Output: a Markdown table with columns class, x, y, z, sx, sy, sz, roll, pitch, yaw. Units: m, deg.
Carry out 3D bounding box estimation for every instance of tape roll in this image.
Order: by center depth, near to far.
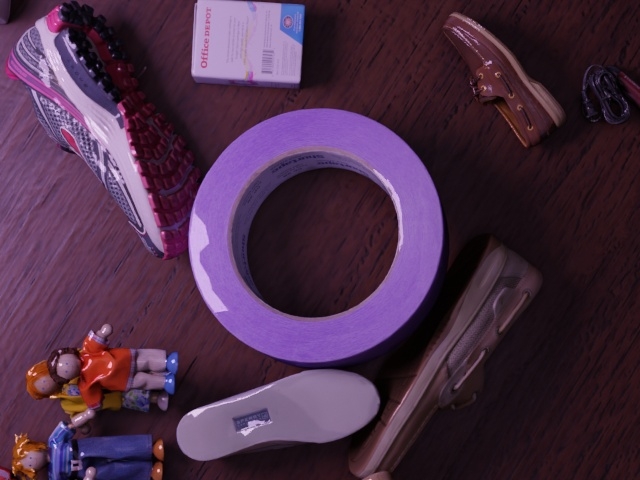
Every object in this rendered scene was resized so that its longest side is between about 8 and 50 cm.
| class | x | y | z | sx | sy | sz | roll | pitch | yaw |
| --- | --- | --- | --- | --- | --- | --- | --- | --- | --- |
| tape roll | 0.000 | 0.000 | 1.642 | 0.274 | 0.090 | 0.275 | -2 | 79 | 9 |

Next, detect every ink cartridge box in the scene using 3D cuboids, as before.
| class | x | y | z | sx | sy | sz | roll | pitch | yaw |
| --- | --- | --- | --- | --- | --- | --- | --- | --- | --- |
| ink cartridge box | -0.081 | -0.220 | 1.696 | 0.122 | 0.052 | 0.089 | 4 | 87 | -2 |

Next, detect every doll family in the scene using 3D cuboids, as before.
| class | x | y | z | sx | sy | sz | roll | pitch | yaw |
| --- | --- | --- | --- | --- | --- | --- | --- | --- | --- |
| doll family | -0.251 | 0.211 | 1.655 | 0.163 | 0.118 | 0.263 | 4 | 98 | -13 |

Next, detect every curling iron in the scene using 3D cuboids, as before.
| class | x | y | z | sx | sy | sz | roll | pitch | yaw |
| --- | --- | --- | --- | --- | --- | --- | --- | --- | --- |
| curling iron | 0.402 | -0.101 | 1.705 | 0.274 | 0.035 | 0.068 | 38 | 92 | 2 |

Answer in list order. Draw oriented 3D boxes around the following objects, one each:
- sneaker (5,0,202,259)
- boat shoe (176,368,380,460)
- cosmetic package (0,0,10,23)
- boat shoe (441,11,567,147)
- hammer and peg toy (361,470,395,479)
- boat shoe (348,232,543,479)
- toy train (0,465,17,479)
| class | x | y | z | sx | sy | sz | roll | pitch | yaw |
| --- | --- | --- | --- | --- | --- | --- | --- | --- | --- |
| sneaker | -0.231 | -0.112 | 1.670 | 0.112 | 0.121 | 0.299 | -30 | 89 | 27 |
| boat shoe | -0.043 | 0.188 | 1.657 | 0.227 | 0.081 | 0.079 | -14 | 88 | 10 |
| cosmetic package | -0.463 | -0.309 | 1.681 | 0.231 | 0.085 | 0.117 | 5 | 88 | 2 |
| boat shoe | 0.196 | -0.179 | 1.691 | 0.060 | 0.064 | 0.178 | -44 | 91 | -4 |
| hammer and peg toy | -0.055 | 0.366 | 1.566 | 0.361 | 0.266 | 0.127 | -18 | 69 | -2 |
| boat shoe | 0.139 | 0.141 | 1.657 | 0.098 | 0.109 | 0.302 | 34 | 83 | -16 |
| toy train | -0.357 | 0.269 | 1.683 | 0.158 | 0.027 | 0.036 | 22 | 84 | 0 |
